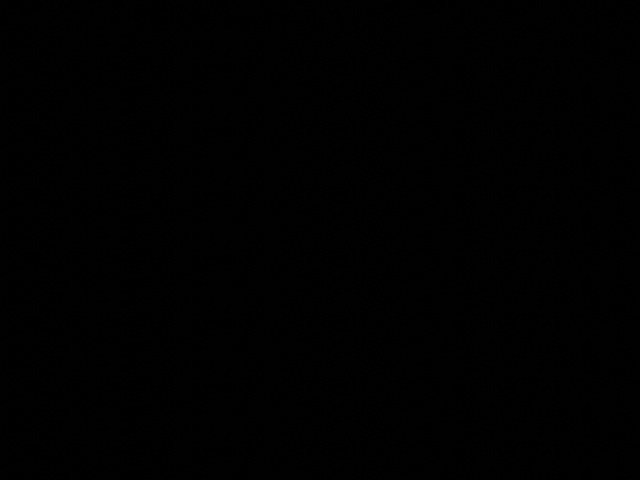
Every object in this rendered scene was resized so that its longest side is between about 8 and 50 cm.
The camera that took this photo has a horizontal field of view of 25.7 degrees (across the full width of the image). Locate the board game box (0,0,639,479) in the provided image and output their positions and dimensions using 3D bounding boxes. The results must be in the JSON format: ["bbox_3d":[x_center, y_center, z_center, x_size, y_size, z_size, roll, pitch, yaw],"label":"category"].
[{"bbox_3d":[-0.015,-0.016,0.151,0.356,0.356,0.356,-1,156,27],"label":"board game box"}]
